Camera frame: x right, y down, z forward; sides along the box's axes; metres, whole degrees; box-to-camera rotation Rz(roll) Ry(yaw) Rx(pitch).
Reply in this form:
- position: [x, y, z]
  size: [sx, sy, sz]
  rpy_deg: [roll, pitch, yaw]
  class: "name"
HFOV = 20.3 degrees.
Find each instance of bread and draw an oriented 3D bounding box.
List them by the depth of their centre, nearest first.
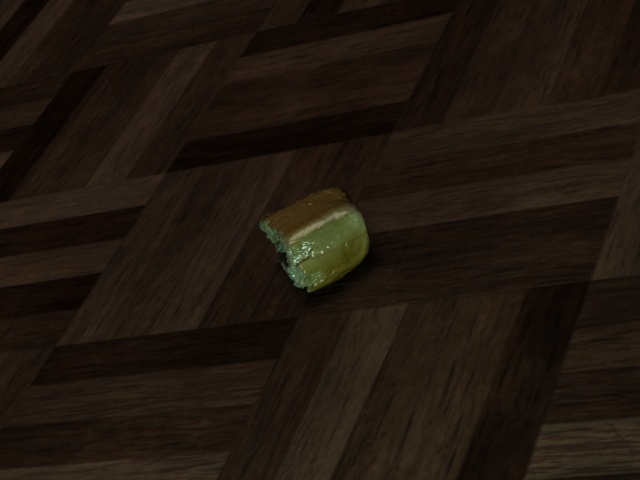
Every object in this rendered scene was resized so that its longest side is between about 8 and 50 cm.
- position: [-0.001, -0.001, 1.930]
  size: [0.106, 0.082, 0.125]
  rpy_deg: [-20, 19, -7]
  class: "bread"
